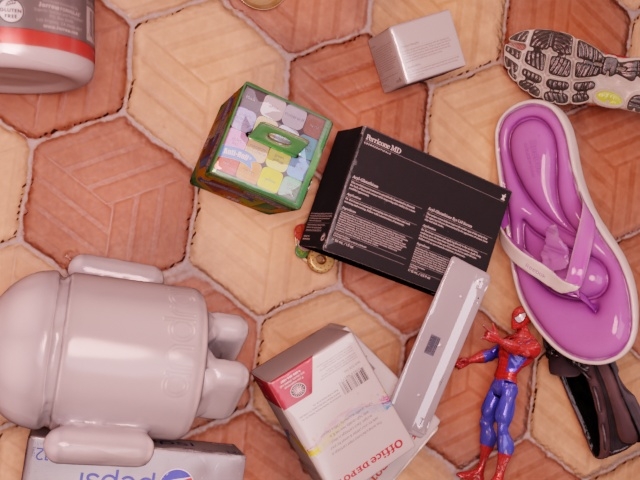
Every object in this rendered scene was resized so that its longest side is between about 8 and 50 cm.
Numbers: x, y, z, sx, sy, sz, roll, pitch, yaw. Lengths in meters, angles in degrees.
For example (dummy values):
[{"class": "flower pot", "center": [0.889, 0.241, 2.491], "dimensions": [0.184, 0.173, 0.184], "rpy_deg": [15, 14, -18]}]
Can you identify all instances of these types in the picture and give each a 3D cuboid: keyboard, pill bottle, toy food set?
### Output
[{"class": "keyboard", "center": [0.166, 0.152, 1.238], "dimensions": [0.072, 0.014, 0.256], "rpy_deg": [25, 85, -17]}, {"class": "pill bottle", "center": [-0.388, -0.377, 1.076], "dimensions": [0.210, 0.210, 0.363], "rpy_deg": [-1, 89, -16]}, {"class": "toy food set", "center": [0.000, 0.000, 1.284], "dimensions": [0.083, 0.020, 0.082], "rpy_deg": [-46, 101, -12]}]

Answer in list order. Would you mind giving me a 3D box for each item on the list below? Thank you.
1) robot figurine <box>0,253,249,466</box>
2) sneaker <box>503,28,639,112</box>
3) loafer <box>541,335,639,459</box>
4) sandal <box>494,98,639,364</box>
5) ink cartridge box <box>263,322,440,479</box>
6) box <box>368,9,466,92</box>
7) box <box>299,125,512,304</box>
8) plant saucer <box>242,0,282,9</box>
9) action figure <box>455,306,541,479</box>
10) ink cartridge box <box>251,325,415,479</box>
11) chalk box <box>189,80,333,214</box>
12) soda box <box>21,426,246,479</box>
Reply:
[{"class": "robot figurine", "center": [-0.272, 0.145, 1.110], "dimensions": [0.353, 0.200, 0.300], "rpy_deg": [8, 47, -17]}, {"class": "sneaker", "center": [0.422, -0.257, 1.372], "dimensions": [0.279, 0.118, 0.107], "rpy_deg": [18, 102, 6]}, {"class": "loafer", "center": [0.408, 0.209, 1.362], "dimensions": [0.095, 0.109, 0.302], "rpy_deg": [-34, 99, -8]}, {"class": "sandal", "center": [0.334, -0.015, 1.285], "dimensions": [0.102, 0.169, 0.416], "rpy_deg": [9, 60, -54]}, {"class": "ink cartridge box", "center": [0.046, 0.245, 1.261], "dimensions": [0.153, 0.087, 0.208], "rpy_deg": [-46, 101, -12]}, {"class": "box", "center": [0.141, -0.278, 1.287], "dimensions": [0.101, 0.102, 0.087], "rpy_deg": [-20, 97, -15]}, {"class": "box", "center": [0.126, -0.033, 1.269], "dimensions": [0.261, 0.103, 0.184], "rpy_deg": [21, 86, -22]}, {"class": "plant saucer", "center": [-0.088, -0.375, 1.265], "dimensions": [0.083, 0.015, 0.083], "rpy_deg": [0, 89, -16]}, {"class": "action figure", "center": [0.248, 0.226, 1.317], "dimensions": [0.139, 0.091, 0.280], "rpy_deg": [21, 84, -24]}, {"class": "ink cartridge box", "center": [0.014, 0.221, 1.139], "dimensions": [0.128, 0.127, 0.176], "rpy_deg": [-30, 96, -15]}, {"class": "chalk box", "center": [-0.077, -0.118, 1.162], "dimensions": [0.132, 0.213, 0.132], "rpy_deg": [23, 83, -15]}, {"class": "soda box", "center": [-0.251, 0.316, 1.171], "dimensions": [0.286, 0.091, 0.098], "rpy_deg": [9, 86, -16]}]
